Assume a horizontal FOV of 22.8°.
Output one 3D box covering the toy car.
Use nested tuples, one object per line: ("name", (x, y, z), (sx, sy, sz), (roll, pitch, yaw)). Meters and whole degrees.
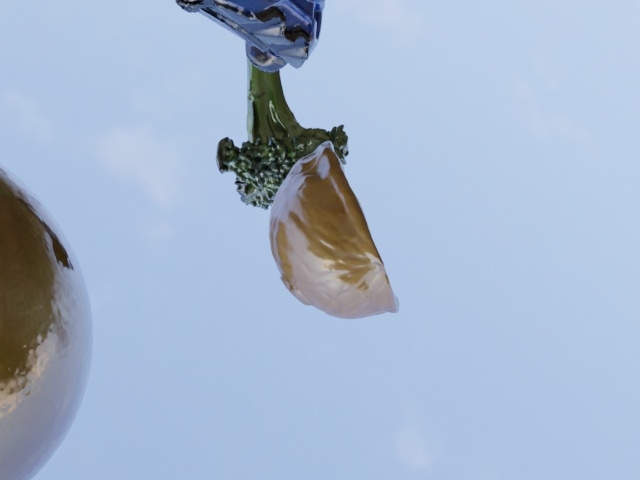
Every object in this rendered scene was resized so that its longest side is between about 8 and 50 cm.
("toy car", (-0.083, -0.169, 0.918), (0.216, 0.103, 0.063), (36, -88, 34))

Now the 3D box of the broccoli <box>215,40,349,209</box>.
("broccoli", (-0.044, -0.129, 1.446), (0.122, 0.118, 0.204), (-11, -81, -3))

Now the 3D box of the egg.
("egg", (-0.307, 0.061, 1.119), (0.283, 0.351, 0.282), (-3, -110, 8))

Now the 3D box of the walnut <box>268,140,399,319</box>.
("walnut", (0.000, 0.000, 0.809), (0.052, 0.121, 0.091), (-20, -76, -2))
